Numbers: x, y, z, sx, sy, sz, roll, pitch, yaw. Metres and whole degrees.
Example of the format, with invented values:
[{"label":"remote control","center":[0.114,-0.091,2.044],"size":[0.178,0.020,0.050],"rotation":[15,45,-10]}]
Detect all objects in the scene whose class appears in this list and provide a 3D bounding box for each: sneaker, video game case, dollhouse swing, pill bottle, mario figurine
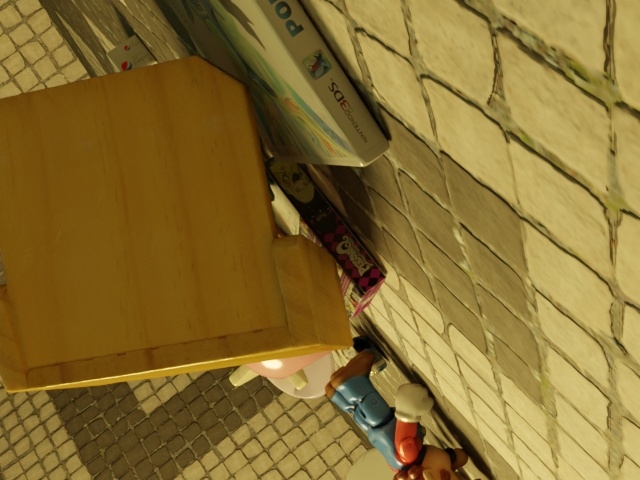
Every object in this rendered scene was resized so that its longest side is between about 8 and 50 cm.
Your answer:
[{"label":"sneaker","center":[0.073,0.192,1.512],"size":[0.135,0.052,0.058],"rotation":[16,132,63]},{"label":"video game case","center":[0.000,0.000,1.151],"size":[0.210,0.041,0.232],"rotation":[52,170,10]},{"label":"dollhouse swing","center":[-0.174,-0.001,0.974],"size":[0.315,0.346,0.305],"rotation":[33,-133,-77]},{"label":"pill bottle","center":[0.184,0.631,2.004],"size":[0.224,0.224,0.392],"rotation":[48,170,30]},{"label":"mario figurine","center":[0.157,0.323,1.390],"size":[0.321,0.170,0.198],"rotation":[52,-167,14]},{"label":"video game case","center":[-0.078,-0.202,0.815],"size":[0.300,0.036,0.329],"rotation":[55,170,-14]}]

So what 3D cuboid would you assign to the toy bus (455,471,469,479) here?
[{"label":"toy bus","center":[0.235,0.480,1.565],"size":[0.190,0.104,0.202],"rotation":[28,-178,20]}]

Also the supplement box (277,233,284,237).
[{"label":"supplement box","center":[-0.136,-0.001,1.265],"size":[0.233,0.080,0.078],"rotation":[32,162,25]}]

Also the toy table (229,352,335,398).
[{"label":"toy table","center":[-0.097,0.258,2.033],"size":[0.274,0.252,0.161],"rotation":[35,180,25]}]

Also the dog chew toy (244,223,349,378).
[{"label":"dog chew toy","center":[-0.095,0.055,1.387],"size":[0.332,0.206,0.206],"rotation":[60,172,8]}]

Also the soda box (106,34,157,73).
[{"label":"soda box","center":[-0.343,-0.303,1.640],"size":[0.074,0.069,0.216],"rotation":[51,170,13]}]

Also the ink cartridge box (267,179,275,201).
[{"label":"ink cartridge box","center":[-0.183,-0.110,1.129],"size":[0.232,0.168,0.171],"rotation":[-146,33,-76]}]
